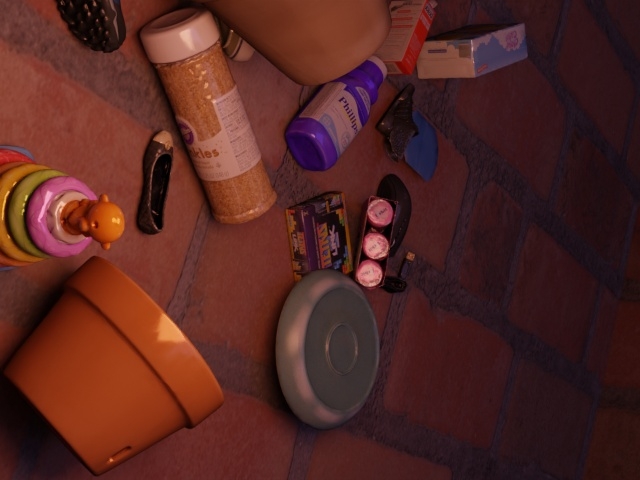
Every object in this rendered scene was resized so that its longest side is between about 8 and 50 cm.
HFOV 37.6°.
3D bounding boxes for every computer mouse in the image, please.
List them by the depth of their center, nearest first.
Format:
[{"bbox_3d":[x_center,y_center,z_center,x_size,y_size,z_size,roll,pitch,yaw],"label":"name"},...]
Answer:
[{"bbox_3d":[0.177,-0.006,2.100,0.184,0.060,0.262,28,73,-49],"label":"computer mouse"}]

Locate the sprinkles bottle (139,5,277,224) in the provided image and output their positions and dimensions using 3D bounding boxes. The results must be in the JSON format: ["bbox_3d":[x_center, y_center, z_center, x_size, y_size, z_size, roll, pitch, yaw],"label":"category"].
[{"bbox_3d":[-0.180,-0.202,1.563,0.121,0.121,0.355,-46,128,-39],"label":"sprinkles bottle"}]

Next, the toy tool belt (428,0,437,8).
[{"bbox_3d":[0.222,-0.528,2.108,0.051,0.052,0.083,50,46,-5],"label":"toy tool belt"}]

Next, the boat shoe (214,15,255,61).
[{"bbox_3d":[-0.159,-0.455,1.593,0.094,0.109,0.302,-2,91,-30],"label":"boat shoe"}]

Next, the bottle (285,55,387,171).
[{"bbox_3d":[0.041,-0.261,1.863,0.283,0.092,0.118,-53,132,-34],"label":"bottle"}]

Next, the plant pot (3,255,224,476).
[{"bbox_3d":[-0.309,0.195,1.346,0.203,0.291,0.290,-42,127,-21],"label":"plant pot"}]

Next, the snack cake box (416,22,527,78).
[{"bbox_3d":[0.355,-0.445,2.197,0.264,0.152,0.089,-28,116,-48],"label":"snack cake box"}]

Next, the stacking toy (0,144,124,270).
[{"bbox_3d":[-0.353,-0.035,1.213,0.166,0.302,0.175,-8,100,-51],"label":"stacking toy"}]

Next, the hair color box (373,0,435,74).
[{"bbox_3d":[0.173,-0.434,2.011,0.053,0.093,0.167,43,62,-47],"label":"hair color box"}]

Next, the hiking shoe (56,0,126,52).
[{"bbox_3d":[-0.323,-0.427,1.355,0.132,0.113,0.304,-36,122,-43],"label":"hiking shoe"}]

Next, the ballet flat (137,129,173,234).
[{"bbox_3d":[-0.260,-0.093,1.533,0.057,0.049,0.173,11,86,-53],"label":"ballet flat"}]

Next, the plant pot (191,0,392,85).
[{"bbox_3d":[-0.036,-0.406,1.453,0.280,0.323,0.323,52,55,-34],"label":"plant pot"}]

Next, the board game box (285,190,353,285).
[{"bbox_3d":[0.000,0.000,1.883,0.141,0.048,0.170,-27,116,-49],"label":"board game box"}]

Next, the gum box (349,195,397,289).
[{"bbox_3d":[0.108,0.011,1.968,0.107,0.062,0.188,134,-33,-83],"label":"gum box"}]

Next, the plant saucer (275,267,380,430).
[{"bbox_3d":[0.030,0.212,1.842,0.318,0.044,0.317,7,82,-53],"label":"plant saucer"}]

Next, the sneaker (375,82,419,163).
[{"bbox_3d":[0.181,-0.258,2.053,0.089,0.051,0.170,39,65,-8],"label":"sneaker"}]

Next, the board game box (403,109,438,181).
[{"bbox_3d":[0.218,-0.216,2.150,0.169,0.033,0.133,35,61,-51],"label":"board game box"}]
